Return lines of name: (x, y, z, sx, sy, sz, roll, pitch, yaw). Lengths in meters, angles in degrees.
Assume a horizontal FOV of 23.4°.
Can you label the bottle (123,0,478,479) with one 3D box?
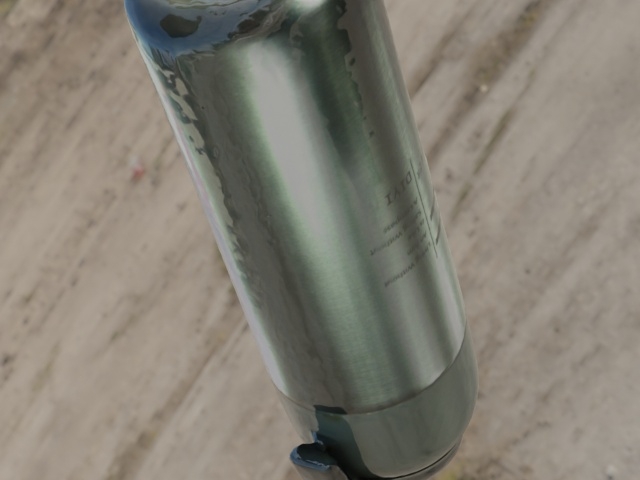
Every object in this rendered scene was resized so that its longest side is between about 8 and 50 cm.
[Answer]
bottle: (0.000, 0.000, 0.540, 0.079, 0.254, 0.096, 13, 54, 27)
